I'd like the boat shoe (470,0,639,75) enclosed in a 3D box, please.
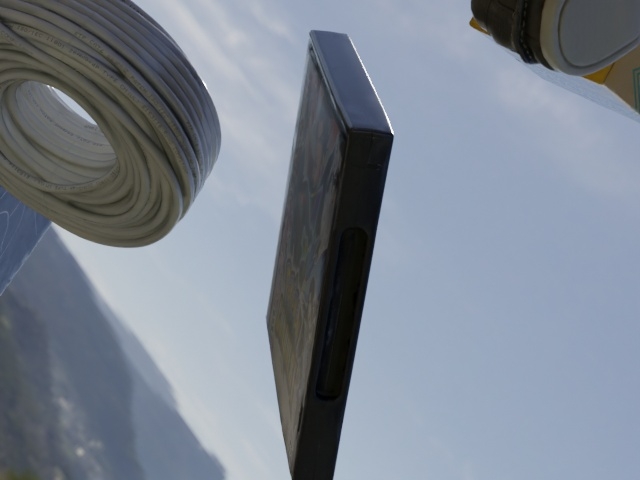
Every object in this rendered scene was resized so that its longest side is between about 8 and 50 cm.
[{"bbox_3d":[0.256,-0.213,1.146,0.095,0.335,0.112,30,-47,45],"label":"boat shoe"}]

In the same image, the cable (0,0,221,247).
[{"bbox_3d":[-0.207,-0.109,1.290,0.257,0.089,0.257,26,-35,9],"label":"cable"}]

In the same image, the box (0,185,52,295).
[{"bbox_3d":[-0.483,0.003,1.676,0.212,0.395,0.293,27,-31,8],"label":"box"}]

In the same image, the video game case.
[{"bbox_3d":[0.000,0.000,1.100,0.275,0.035,0.248,-104,-158,-69],"label":"video game case"}]

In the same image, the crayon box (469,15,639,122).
[{"bbox_3d":[0.325,-0.241,1.931,0.203,0.083,0.323,30,5,31],"label":"crayon box"}]
